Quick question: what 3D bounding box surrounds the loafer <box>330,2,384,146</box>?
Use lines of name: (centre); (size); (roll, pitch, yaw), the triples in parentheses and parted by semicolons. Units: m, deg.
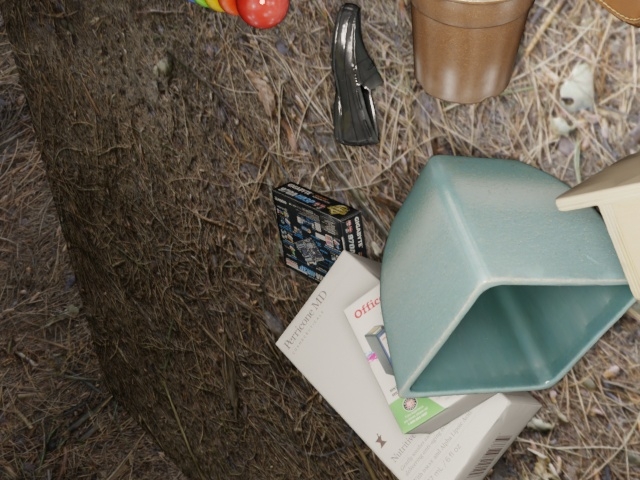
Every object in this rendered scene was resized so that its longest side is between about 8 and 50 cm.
loafer: (0.060, -0.254, 1.371); (0.078, 0.076, 0.223); (5, 116, 16)

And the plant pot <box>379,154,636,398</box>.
plant pot: (0.212, 0.028, 1.148); (0.248, 0.247, 0.252); (117, 145, -44)

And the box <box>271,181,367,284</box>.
box: (0.000, 0.000, 1.673); (0.220, 0.051, 0.175); (25, 133, 48)

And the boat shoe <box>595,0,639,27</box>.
boat shoe: (0.255, -0.340, 0.943); (0.307, 0.104, 0.111); (55, 149, 14)

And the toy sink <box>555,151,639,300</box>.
toy sink: (0.392, -0.026, 0.926); (0.234, 0.152, 0.131); (-12, 103, 59)

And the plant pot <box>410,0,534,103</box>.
plant pot: (0.181, -0.268, 1.081); (0.167, 0.167, 0.165); (42, 152, 33)

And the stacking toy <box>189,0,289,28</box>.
stacking toy: (-0.177, -0.457, 1.543); (0.330, 0.141, 0.141); (33, 139, 32)

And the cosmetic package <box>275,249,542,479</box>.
cosmetic package: (0.134, 0.216, 1.437); (0.385, 0.156, 0.217); (40, 102, 31)

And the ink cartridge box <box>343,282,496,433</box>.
ink cartridge box: (0.151, 0.153, 1.291); (0.154, 0.093, 0.213); (-37, 61, 24)
